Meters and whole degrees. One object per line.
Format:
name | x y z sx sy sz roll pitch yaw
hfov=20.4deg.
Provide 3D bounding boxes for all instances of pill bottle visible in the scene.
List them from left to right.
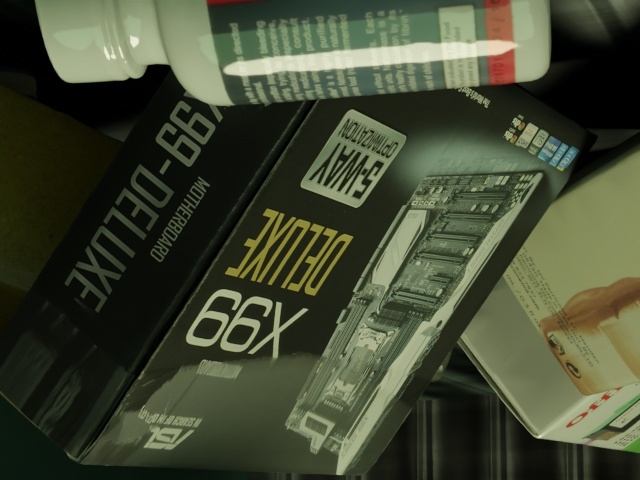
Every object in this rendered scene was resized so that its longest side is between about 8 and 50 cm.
pill bottle | -0.009 -0.104 0.651 0.180 0.108 0.108 -5 170 5

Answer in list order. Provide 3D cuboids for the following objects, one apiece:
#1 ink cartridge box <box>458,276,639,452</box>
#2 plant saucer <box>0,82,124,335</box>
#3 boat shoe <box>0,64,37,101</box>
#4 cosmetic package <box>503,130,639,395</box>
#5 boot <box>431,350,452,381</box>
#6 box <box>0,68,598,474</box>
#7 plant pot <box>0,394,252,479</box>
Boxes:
ink cartridge box | 0.246 0.054 1.349 0.201 0.117 0.278 -42 157 14
plant saucer | -0.230 0.032 0.987 0.333 0.081 0.333 25 142 -36
boat shoe | -0.222 -0.046 1.013 0.066 0.066 0.183 6 166 -33
cosmetic package | 0.227 -0.013 1.030 0.153 0.129 0.296 -32 178 -16
boot | -0.053 0.054 1.415 0.280 0.096 0.264 16 179 -6
box | 0.000 0.000 0.899 0.076 0.242 0.307 37 -172 26
plant pot | -0.152 0.204 0.968 0.293 0.235 0.293 1 151 0
